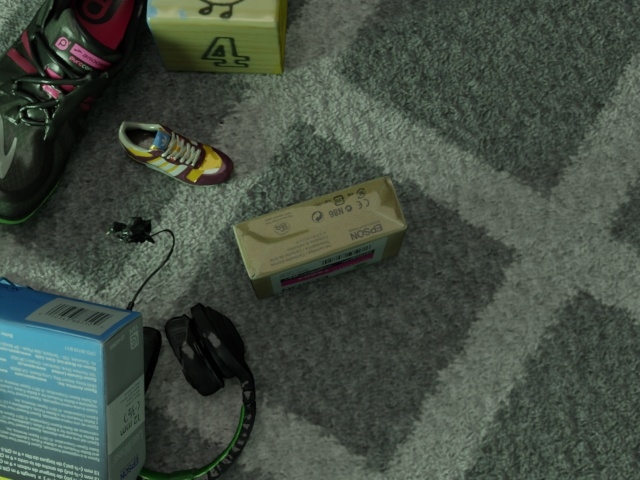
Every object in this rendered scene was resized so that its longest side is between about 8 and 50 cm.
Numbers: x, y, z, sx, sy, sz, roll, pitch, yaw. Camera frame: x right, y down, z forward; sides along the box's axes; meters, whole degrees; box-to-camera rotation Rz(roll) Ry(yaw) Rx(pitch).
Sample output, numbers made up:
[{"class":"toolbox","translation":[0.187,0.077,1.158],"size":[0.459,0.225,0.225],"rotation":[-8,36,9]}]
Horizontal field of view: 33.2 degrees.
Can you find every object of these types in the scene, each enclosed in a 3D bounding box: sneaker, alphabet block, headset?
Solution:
[{"class":"sneaker","translation":[-0.226,-0.135,1.663],"size":[0.185,0.084,0.069],"rotation":[15,76,5]},{"class":"alphabet block","translation":[-0.153,-0.380,1.672],"size":[0.197,0.193,0.192],"rotation":[1,77,1]},{"class":"sneaker","translation":[-0.403,-0.256,1.624],"size":[0.185,0.202,0.483],"rotation":[27,77,-17]},{"class":"headset","translation":[-0.227,0.164,1.533],"size":[0.243,0.185,0.394],"rotation":[-9,87,-1]}]

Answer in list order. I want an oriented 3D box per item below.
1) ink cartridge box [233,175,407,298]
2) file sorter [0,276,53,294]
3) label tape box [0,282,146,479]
[{"class":"ink cartridge box","translation":[0.000,0.000,1.567],"size":[0.235,0.193,0.088],"rotation":[-19,78,-3]},{"class":"file sorter","translation":[-0.443,0.124,1.589],"size":[0.170,0.104,0.118],"rotation":[18,76,6]},{"class":"label tape box","translation":[-0.374,0.249,1.473],"size":[0.249,0.115,0.347],"rotation":[10,114,17]}]
